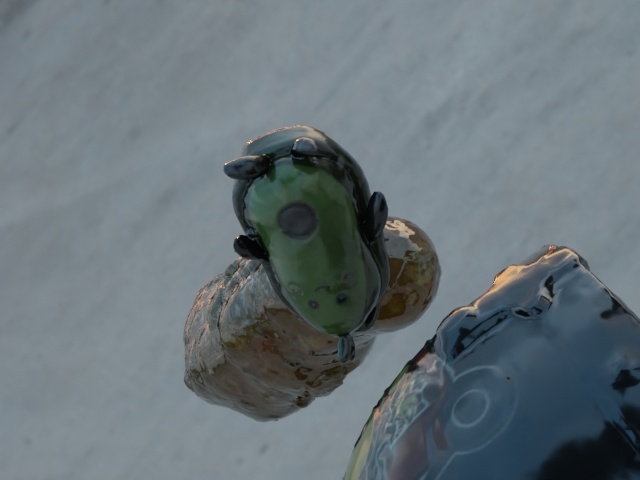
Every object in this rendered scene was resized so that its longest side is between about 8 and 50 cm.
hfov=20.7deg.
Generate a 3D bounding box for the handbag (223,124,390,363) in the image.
[{"bbox_3d":[0.000,0.000,0.787,0.072,0.111,0.047,-16,25,11],"label":"handbag"}]

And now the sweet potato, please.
[{"bbox_3d":[-0.023,0.050,0.993,0.106,0.095,0.354,-20,-5,-16],"label":"sweet potato"}]

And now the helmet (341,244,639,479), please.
[{"bbox_3d":[0.099,0.147,0.601,0.160,0.279,0.230,-30,13,-1],"label":"helmet"}]
